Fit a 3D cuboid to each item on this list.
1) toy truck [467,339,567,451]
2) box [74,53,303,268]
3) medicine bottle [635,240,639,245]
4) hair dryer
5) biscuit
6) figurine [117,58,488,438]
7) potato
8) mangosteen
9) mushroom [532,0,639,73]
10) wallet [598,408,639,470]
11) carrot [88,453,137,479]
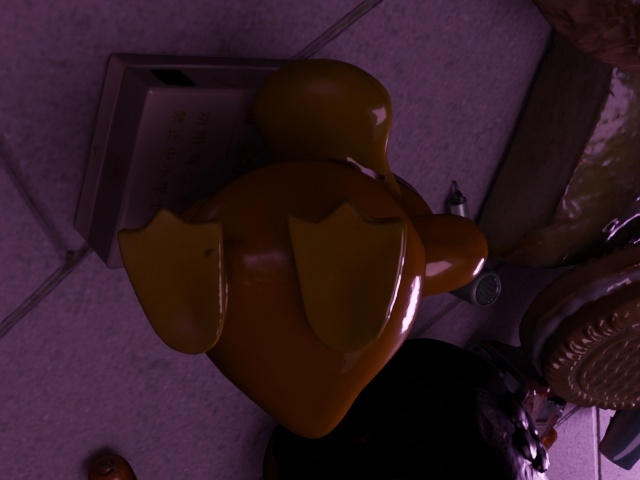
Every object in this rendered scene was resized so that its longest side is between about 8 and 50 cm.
[{"bbox_3d":[0.170,0.245,1.161,0.135,0.114,0.270,11,115,-43],"label":"toy truck"},{"bbox_3d":[-0.064,-0.058,0.735,0.201,0.058,0.141,-7,126,-38],"label":"box"},{"bbox_3d":[0.441,-0.052,1.140,0.250,0.137,0.141,-30,142,-21],"label":"medicine bottle"},{"bbox_3d":[0.133,0.001,0.980,0.038,0.063,0.124,-24,116,-24],"label":"hair dryer"},{"bbox_3d":[0.330,0.089,1.033,0.259,0.079,0.259,-7,144,-5],"label":"biscuit"},{"bbox_3d":[-0.002,0.009,0.652,0.228,0.215,0.215,-70,166,-50],"label":"figurine"},{"bbox_3d":[0.267,-0.120,0.951,0.269,0.112,0.255,-32,138,-22],"label":"potato"},{"bbox_3d":[0.076,0.232,0.975,0.287,0.288,0.233,67,35,-49],"label":"mangosteen"},{"bbox_3d":[0.276,-0.265,0.798,0.278,0.146,0.278,-8,109,-24],"label":"mushroom"},{"bbox_3d":[0.446,0.165,1.307,0.251,0.054,0.290,-56,165,9],"label":"wallet"},{"bbox_3d":[-0.165,0.246,0.920,0.037,0.037,0.190,-34,143,-17],"label":"carrot"}]
